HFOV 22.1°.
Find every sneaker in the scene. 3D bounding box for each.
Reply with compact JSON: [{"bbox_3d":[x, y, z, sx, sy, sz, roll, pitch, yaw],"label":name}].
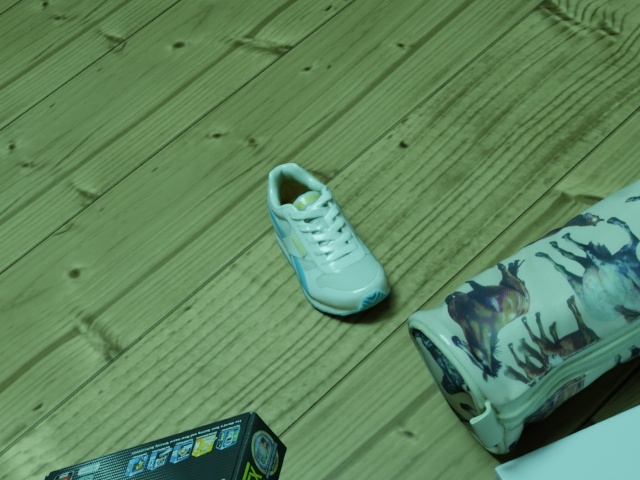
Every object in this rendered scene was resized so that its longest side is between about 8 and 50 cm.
[{"bbox_3d":[0.000,0.000,1.833,0.087,0.092,0.229,-27,42,-14],"label":"sneaker"}]

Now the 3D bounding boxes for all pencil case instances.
[{"bbox_3d":[0.281,0.055,1.614,0.410,0.160,0.183,-30,27,-15],"label":"pencil case"}]

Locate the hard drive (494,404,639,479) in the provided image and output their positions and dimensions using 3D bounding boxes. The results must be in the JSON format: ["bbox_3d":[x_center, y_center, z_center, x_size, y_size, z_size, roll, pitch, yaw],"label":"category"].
[{"bbox_3d":[0.347,0.223,1.488,0.318,0.040,0.210,-22,40,-6],"label":"hard drive"}]

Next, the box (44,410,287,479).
[{"bbox_3d":[-0.174,0.286,1.523,0.270,0.060,0.216,-20,34,30],"label":"box"}]
